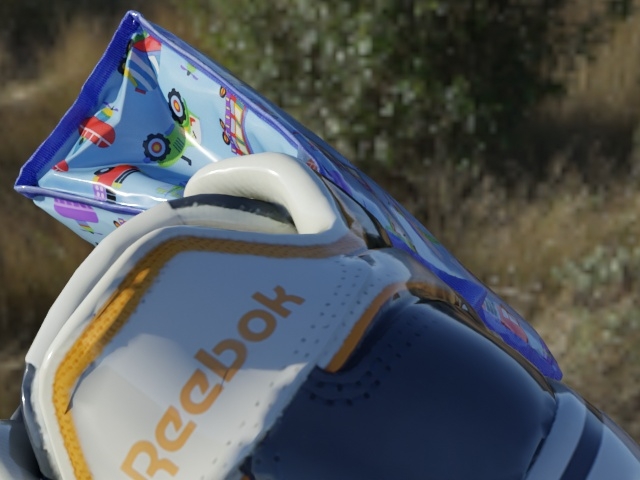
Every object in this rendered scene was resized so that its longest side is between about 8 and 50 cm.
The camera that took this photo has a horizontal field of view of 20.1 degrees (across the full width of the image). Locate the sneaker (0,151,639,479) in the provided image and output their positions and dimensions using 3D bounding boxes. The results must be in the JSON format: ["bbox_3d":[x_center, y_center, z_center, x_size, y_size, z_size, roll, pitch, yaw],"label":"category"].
[{"bbox_3d":[-0.013,0.050,0.490,0.127,0.126,0.321,37,-11,-2],"label":"sneaker"}]

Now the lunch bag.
[{"bbox_3d":[0.000,0.000,1.047,0.221,0.138,0.293,39,-11,-38],"label":"lunch bag"}]
